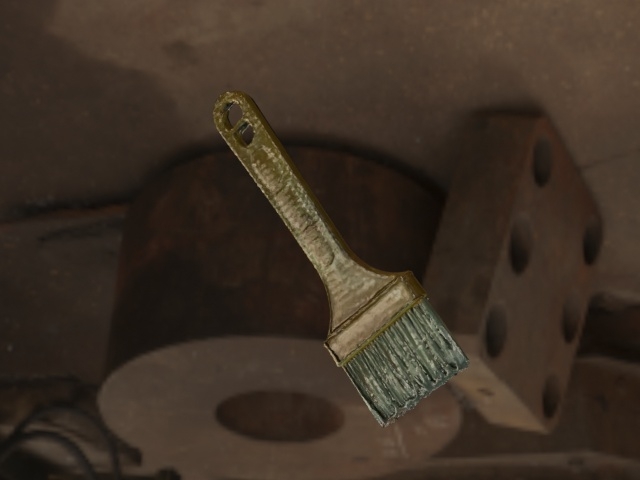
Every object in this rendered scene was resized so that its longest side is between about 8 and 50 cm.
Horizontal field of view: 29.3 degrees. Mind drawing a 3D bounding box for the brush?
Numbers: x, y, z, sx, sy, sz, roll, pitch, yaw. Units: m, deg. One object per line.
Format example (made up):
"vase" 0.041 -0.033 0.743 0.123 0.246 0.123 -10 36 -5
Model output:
"brush" 0.000 0.000 0.700 0.010 0.218 0.082 -16 157 -48
